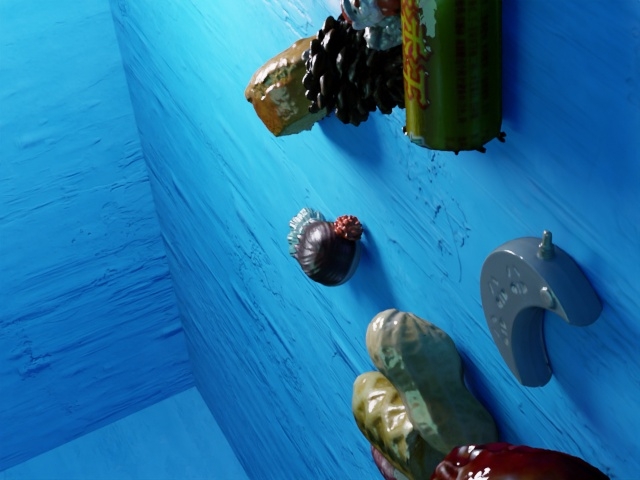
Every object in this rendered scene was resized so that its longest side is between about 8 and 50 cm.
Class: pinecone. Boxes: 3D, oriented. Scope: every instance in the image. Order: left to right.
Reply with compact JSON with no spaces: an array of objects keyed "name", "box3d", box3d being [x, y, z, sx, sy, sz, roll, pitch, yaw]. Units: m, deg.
[{"name":"pinecone","box3d":[0.057,-0.234,1.388,0.173,0.173,0.173,55,158,35]}]

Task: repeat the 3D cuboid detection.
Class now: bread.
[{"name":"bread","box3d":[-0.051,-0.246,1.692,0.129,0.134,0.260,66,162,1]},{"name":"bread","box3d":[0.143,0.320,1.799,0.152,0.130,0.267,57,168,-25]}]

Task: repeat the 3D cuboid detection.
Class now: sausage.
[{"name":"sausage","box3d":[0.150,-0.247,1.147,0.125,0.117,0.317,31,142,38]}]

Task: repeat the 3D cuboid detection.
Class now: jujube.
[{"name":"jujube","box3d":[0.263,0.383,1.351,0.258,0.258,0.377,65,161,8]}]

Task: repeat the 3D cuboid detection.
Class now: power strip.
[{"name":"power strip","box3d":[0.269,0.076,1.287,0.167,0.054,0.253,58,160,25]}]

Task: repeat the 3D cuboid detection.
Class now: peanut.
[{"name":"peanut","box3d":[0.179,0.234,1.615,0.290,0.130,0.130,60,161,3]}]

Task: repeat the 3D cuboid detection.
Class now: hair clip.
[{"name":"hair clip","box3d":[0.042,-0.392,1.230,0.138,0.091,0.321,-15,90,55]}]

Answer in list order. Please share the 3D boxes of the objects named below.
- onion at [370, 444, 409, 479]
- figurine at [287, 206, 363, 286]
[{"name":"onion","box3d":[0.156,0.419,1.934,0.206,0.098,0.151,38,144,56]},{"name":"figurine","box3d":[0.000,0.000,1.890,0.245,0.110,0.138,-145,61,-67]}]
